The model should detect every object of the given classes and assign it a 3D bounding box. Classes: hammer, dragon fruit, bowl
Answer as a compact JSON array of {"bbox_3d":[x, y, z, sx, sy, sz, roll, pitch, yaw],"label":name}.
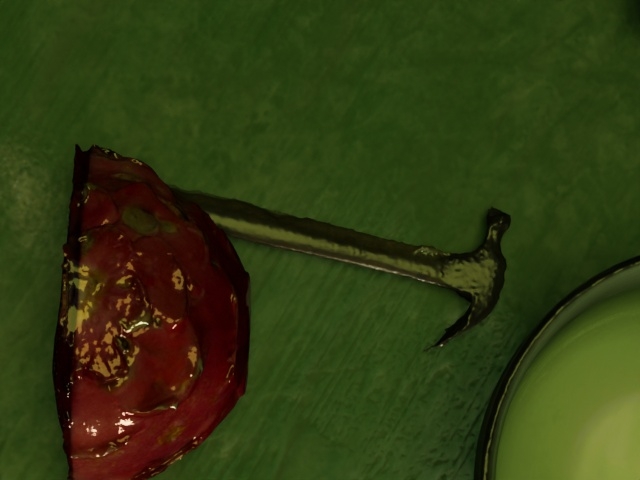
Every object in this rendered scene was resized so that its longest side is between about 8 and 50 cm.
[{"bbox_3d":[0.000,0.000,1.548,0.297,0.027,0.125,15,80,-7],"label":"hammer"},{"bbox_3d":[-0.127,0.057,1.461,0.189,0.163,0.261,-2,90,-32],"label":"dragon fruit"},{"bbox_3d":[0.271,0.183,1.491,0.354,0.185,0.354,1,85,-9],"label":"bowl"}]
